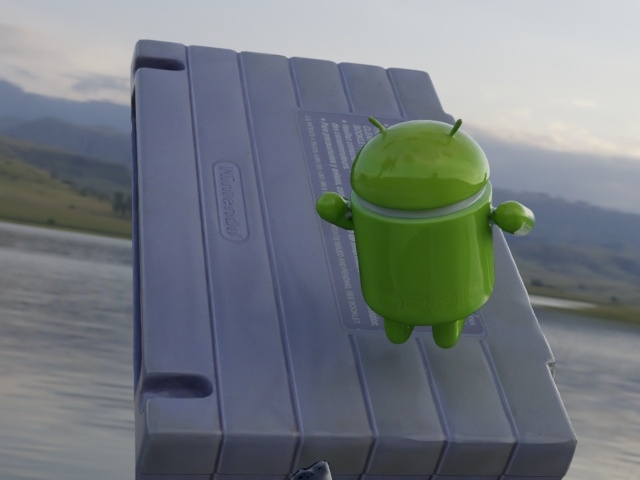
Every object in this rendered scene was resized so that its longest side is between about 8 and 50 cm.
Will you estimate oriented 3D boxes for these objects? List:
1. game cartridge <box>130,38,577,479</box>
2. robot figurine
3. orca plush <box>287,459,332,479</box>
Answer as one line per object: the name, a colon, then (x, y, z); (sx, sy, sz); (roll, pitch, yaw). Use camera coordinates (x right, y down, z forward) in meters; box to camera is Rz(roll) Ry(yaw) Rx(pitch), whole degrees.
game cartridge: (0.000, 0.000, 0.653); (0.230, 0.068, 0.355); (7, 39, -16)
robot figurine: (0.049, -0.006, 0.513); (0.101, 0.115, 0.067); (4, 30, 20)
orca plush: (-0.137, 0.086, 0.253); (0.287, 0.151, 0.102); (-9, -5, -14)
